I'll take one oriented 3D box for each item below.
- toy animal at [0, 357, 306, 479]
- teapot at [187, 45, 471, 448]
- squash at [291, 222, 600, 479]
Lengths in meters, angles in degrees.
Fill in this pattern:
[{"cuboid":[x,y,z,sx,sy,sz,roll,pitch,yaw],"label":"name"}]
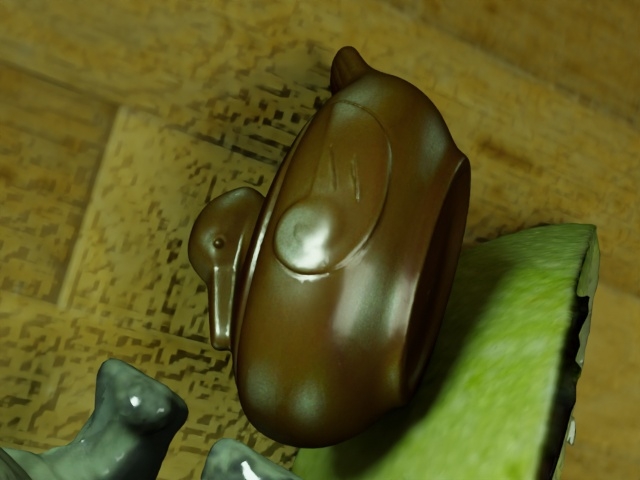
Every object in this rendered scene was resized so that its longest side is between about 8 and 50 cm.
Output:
[{"cuboid":[-0.160,0.057,0.441,0.343,0.106,0.168,17,96,-40],"label":"toy animal"},{"cuboid":[0.000,0.000,0.610,0.098,0.078,0.129,80,26,-61],"label":"teapot"},{"cuboid":[0.067,0.118,0.656,0.204,0.155,0.237,1,99,-44],"label":"squash"}]
